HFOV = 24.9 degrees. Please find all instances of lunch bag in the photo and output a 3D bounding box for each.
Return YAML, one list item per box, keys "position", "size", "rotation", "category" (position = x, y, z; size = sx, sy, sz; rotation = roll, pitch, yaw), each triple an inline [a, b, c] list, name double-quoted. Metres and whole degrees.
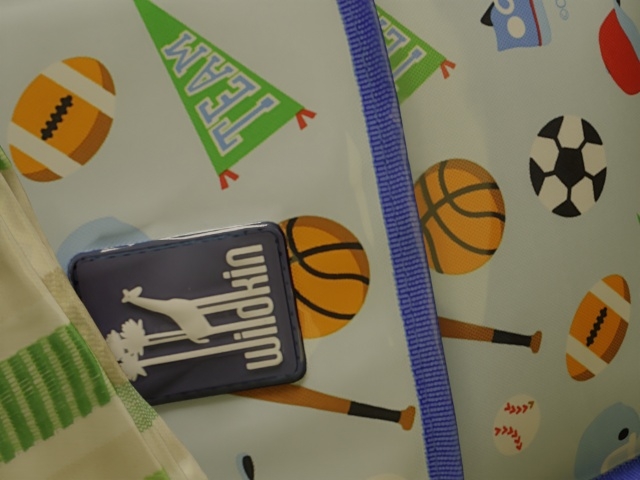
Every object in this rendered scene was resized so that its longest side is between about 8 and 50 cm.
- position: [0.000, 0.000, 0.699]
  size: [0.385, 0.239, 0.328]
  rotation: [-16, 101, -33]
  category: "lunch bag"

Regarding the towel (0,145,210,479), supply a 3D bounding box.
- position: [-0.191, 0.069, 0.518]
  size: [0.248, 0.038, 0.325]
  rotation: [-29, 113, -3]
  category: "towel"
